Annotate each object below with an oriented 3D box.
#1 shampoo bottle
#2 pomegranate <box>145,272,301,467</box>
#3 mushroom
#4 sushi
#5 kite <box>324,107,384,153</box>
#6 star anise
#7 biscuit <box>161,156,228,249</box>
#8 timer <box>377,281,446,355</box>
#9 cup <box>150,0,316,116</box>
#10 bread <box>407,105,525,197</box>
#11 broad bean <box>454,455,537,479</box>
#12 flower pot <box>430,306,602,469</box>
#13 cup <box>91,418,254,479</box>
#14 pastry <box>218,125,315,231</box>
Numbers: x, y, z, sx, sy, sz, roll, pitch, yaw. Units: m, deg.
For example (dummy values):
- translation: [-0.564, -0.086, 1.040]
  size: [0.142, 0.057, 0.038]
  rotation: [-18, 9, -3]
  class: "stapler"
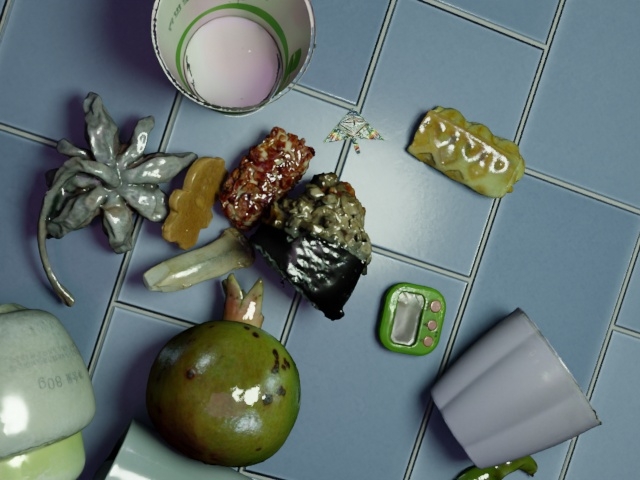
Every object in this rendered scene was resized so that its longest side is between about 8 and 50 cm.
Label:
- translation: [-0.537, 0.268, 1.089]
  size: [0.322, 0.322, 0.318]
  rotation: [-9, 88, -8]
  class: "shampoo bottle"
- translation: [-0.148, 0.245, 1.197]
  size: [0.290, 0.291, 0.323]
  rotation: [39, 52, -9]
  class: "pomegranate"
- translation: [-0.218, 0.040, 1.218]
  size: [0.209, 0.071, 0.084]
  rotation: [-22, 87, -35]
  class: "mushroom"
- translation: [0.004, -0.004, 1.209]
  size: [0.225, 0.238, 0.219]
  rotation: [44, 80, -27]
  class: "sushi"
- translation: [0.065, -0.214, 1.316]
  size: [0.122, 0.004, 0.090]
  rotation: [-9, 95, -8]
  class: "kite"
- translation: [-0.364, -0.083, 1.190]
  size: [0.315, 0.139, 0.360]
  rotation: [-15, 105, -8]
  class: "star anise"
- translation: [-0.231, -0.072, 1.222]
  size: [0.027, 0.133, 0.184]
  rotation: [19, 91, 24]
  class: "biscuit"
- translation: [0.181, 0.155, 1.336]
  size: [0.128, 0.047, 0.140]
  rotation: [12, 91, -11]
  class: "timer"
- translation: [-0.150, -0.325, 1.142]
  size: [0.253, 0.274, 0.253]
  rotation: [0, 91, -9]
  class: "cup"
- translation: [0.296, -0.176, 1.320]
  size: [0.232, 0.088, 0.128]
  rotation: [29, 81, -5]
  class: "bread"
- translation: [0.349, 0.483, 1.381]
  size: [0.213, 0.048, 0.070]
  rotation: [-13, 94, -11]
  class: "broad bean"
- translation: [0.356, 0.300, 1.278]
  size: [0.243, 0.265, 0.265]
  rotation: [-35, 98, 4]
  class: "flower pot"
- translation: [-0.257, 0.481, 1.209]
  size: [0.312, 0.205, 0.206]
  rotation: [30, 88, -12]
  class: "cup"
- translation: [-0.104, -0.113, 1.253]
  size: [0.115, 0.097, 0.208]
  rotation: [43, 88, 1]
  class: "pastry"
